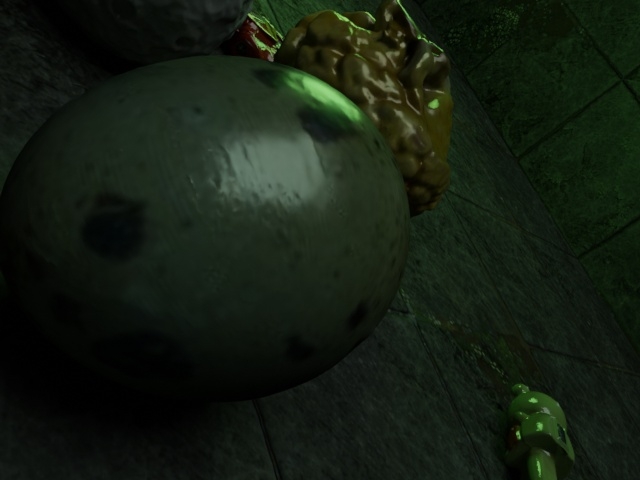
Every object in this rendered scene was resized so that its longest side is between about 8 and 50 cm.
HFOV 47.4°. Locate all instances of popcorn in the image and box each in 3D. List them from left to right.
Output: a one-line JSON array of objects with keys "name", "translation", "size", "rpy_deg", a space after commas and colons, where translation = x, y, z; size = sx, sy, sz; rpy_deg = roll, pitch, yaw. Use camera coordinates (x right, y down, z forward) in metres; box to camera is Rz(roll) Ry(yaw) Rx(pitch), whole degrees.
[{"name": "popcorn", "translation": [0.067, -0.217, 1.313], "size": [0.344, 0.354, 0.390], "rpy_deg": [107, -14, -82]}]

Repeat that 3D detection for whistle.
[{"name": "whistle", "translation": [0.388, 0.365, 1.301], "size": [0.131, 0.106, 0.288], "rpy_deg": [49, 25, -9]}]

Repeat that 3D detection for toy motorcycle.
[{"name": "toy motorcycle", "translation": [-0.128, -0.388, 1.466], "size": [0.298, 0.089, 0.171], "rpy_deg": [48, 27, -9]}]

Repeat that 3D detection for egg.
[{"name": "egg", "translation": [-0.101, -0.009, 0.730], "size": [0.428, 0.345, 0.345], "rpy_deg": [-10, 64, -53]}]

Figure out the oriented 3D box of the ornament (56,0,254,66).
[{"name": "ornament", "translation": [-0.244, -0.443, 1.099], "size": [0.337, 0.337, 0.337], "rpy_deg": [38, 29, -25]}]
